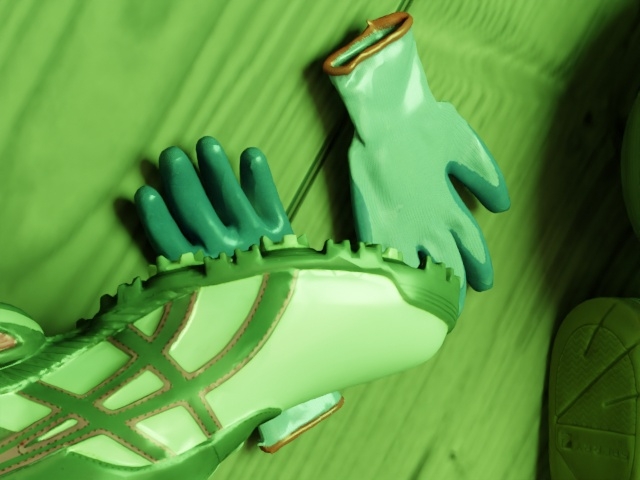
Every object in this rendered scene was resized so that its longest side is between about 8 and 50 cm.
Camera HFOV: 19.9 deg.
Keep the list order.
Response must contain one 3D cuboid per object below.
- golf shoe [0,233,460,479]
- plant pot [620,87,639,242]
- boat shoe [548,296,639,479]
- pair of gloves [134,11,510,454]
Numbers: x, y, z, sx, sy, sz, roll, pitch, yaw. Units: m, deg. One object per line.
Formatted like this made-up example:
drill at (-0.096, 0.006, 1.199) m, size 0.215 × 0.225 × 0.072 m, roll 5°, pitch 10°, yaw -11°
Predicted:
golf shoe at (-0.070, 0.070, 0.704) m, size 0.272 × 0.105 × 0.120 m, roll -10°, pitch 76°, yaw -16°
plant pot at (0.228, -0.037, 0.914) m, size 0.237 × 0.109 × 0.237 m, roll 2°, pitch 87°, yaw -38°
boat shoe at (0.172, 0.166, 0.936) m, size 0.096 × 0.098 × 0.277 m, roll -1°, pitch 99°, yaw -35°
pair of gloves at (0.000, 0.000, 0.823) m, size 0.198 × 0.023 × 0.159 m, roll -34°, pitch 119°, yaw -21°
